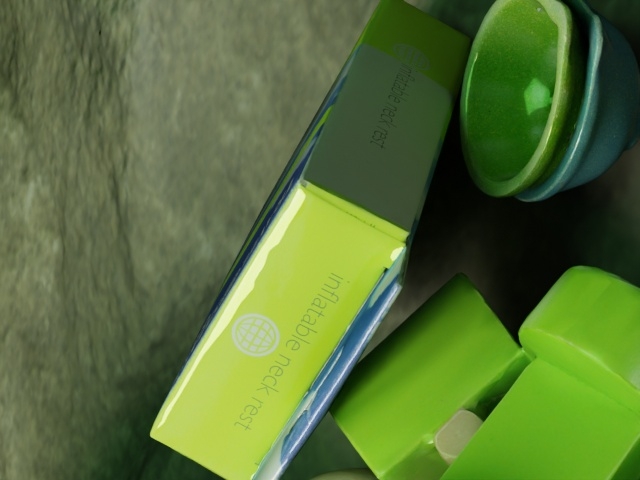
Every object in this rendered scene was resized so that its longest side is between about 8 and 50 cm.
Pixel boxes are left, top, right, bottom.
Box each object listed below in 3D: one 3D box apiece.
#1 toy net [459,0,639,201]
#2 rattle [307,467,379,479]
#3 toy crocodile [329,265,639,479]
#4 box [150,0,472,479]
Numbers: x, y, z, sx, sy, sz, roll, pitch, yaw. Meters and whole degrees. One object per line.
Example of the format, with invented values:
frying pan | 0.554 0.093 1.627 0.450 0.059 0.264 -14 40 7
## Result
toy net | 0.103 -0.114 0.472 0.122 0.045 0.232 -134 54 -66
rattle | -0.039 0.146 0.579 0.200 0.143 0.130 5 108 48
toy crocodile | 0.113 0.101 0.408 0.115 0.105 0.340 -51 43 -9
box | 0.000 0.000 0.539 0.109 0.042 0.178 -59 4 30
